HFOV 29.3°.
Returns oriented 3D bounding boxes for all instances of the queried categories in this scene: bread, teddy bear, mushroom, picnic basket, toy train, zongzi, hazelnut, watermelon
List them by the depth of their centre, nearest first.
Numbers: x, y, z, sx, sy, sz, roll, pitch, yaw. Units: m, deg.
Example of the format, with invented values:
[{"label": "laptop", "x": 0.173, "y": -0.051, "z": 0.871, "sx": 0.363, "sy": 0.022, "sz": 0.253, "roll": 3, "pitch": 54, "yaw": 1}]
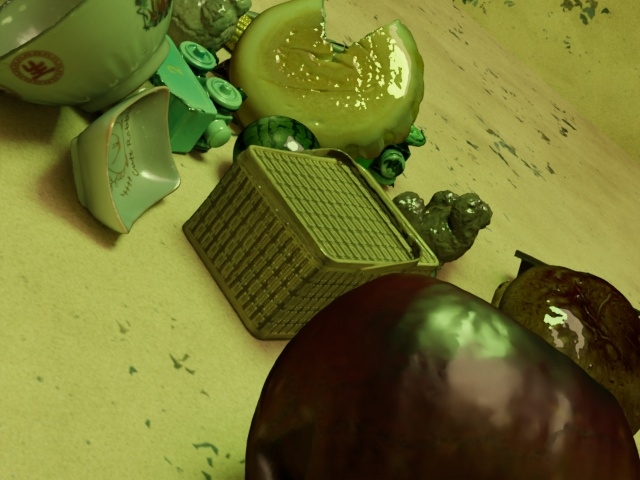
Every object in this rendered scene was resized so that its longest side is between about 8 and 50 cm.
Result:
[{"label": "hazelnut", "x": 0.116, "y": 0.248, "z": 1.298, "sx": 0.429, "sy": 0.402, "sz": 0.402, "roll": 35, "pitch": 25, "yaw": -26}, {"label": "picnic basket", "x": 0.000, "y": 0.000, "z": 1.733, "sx": 0.313, "sy": 0.175, "sz": 0.228, "roll": 5, "pitch": 42, "yaw": -54}, {"label": "toy train", "x": -0.221, "y": -0.227, "z": 1.868, "sx": 0.163, "sy": 0.112, "sz": 0.203, "roll": -1, "pitch": 47, "yaw": -48}, {"label": "watermelon", "x": -0.070, "y": -0.133, "z": 1.896, "sx": 0.140, "sy": 0.141, "sz": 0.187, "roll": 29, "pitch": 23, "yaw": -26}, {"label": "mushroom", "x": 0.418, "y": 0.192, "z": 2.001, "sx": 0.345, "sy": 0.239, "sz": 0.345, "roll": 11, "pitch": 53, "yaw": -15}, {"label": "bread", "x": 0.007, "y": -0.258, "z": 2.079, "sx": 0.333, "sy": 0.333, "sz": 0.160, "roll": 47, "pitch": -14, "yaw": 11}, {"label": "teddy bear", "x": -0.257, "y": -0.434, "z": 2.105, "sx": 0.267, "sy": 0.151, "sz": 0.236, "roll": 45, "pitch": 30, "yaw": -5}, {"label": "zongzi", "x": -0.157, "y": -0.299, "z": 2.158, "sx": 0.067, "sy": 0.073, "sz": 0.083, "roll": -102, "pitch": 177, "yaw": -53}, {"label": "teddy bear", "x": 0.219, "y": -0.029, "z": 2.171, "sx": 0.190, "sy": 0.177, "sz": 0.140, "roll": -38, "pitch": 125, "yaw": -68}, {"label": "toy train", "x": 0.082, "y": -0.213, "z": 2.270, "sx": 0.188, "sy": 0.132, "sz": 0.243, "roll": 23, "pitch": 28, "yaw": -26}]

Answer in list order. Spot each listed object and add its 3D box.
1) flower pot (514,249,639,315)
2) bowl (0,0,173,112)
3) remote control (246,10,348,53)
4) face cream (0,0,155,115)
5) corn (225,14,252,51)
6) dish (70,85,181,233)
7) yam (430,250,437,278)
[{"label": "flower pot", "x": 0.458, "y": 0.109, "z": 2.265, "sx": 0.179, "sy": 0.084, "sz": 0.251, "roll": 24, "pitch": 5, "yaw": -36}, {"label": "bowl", "x": -0.304, "y": -0.274, "z": 1.621, "sx": 0.157, "sy": 0.337, "sz": 0.337, "roll": 53, "pitch": 18, "yaw": -27}, {"label": "remote control", "x": -0.032, "y": -0.384, "z": 2.346, "sx": 0.309, "sy": 0.038, "sz": 0.090, "roll": 26, "pitch": 14, "yaw": 32}, {"label": "face cream", "x": -0.378, "y": -0.294, "z": 1.790, "sx": 0.341, "sy": 0.084, "sz": 0.137, "roll": 43, "pitch": 37, "yaw": 16}, {"label": "corn", "x": -0.194, "y": -0.425, "z": 2.278, "sx": 0.203, "sy": 0.072, "sz": 0.072, "roll": 42, "pitch": 24, "yaw": 2}, {"label": "dish", "x": -0.259, "y": -0.109, "z": 1.604, "sx": 0.077, "sy": 0.151, "sz": 0.212, "roll": 1, "pitch": 21, "yaw": 14}, {"label": "yam", "x": 0.160, "y": 0.080, "z": 1.982, "sx": 0.061, "sy": 0.061, "sz": 0.274, "roll": 39, "pitch": 24, "yaw": -6}]
